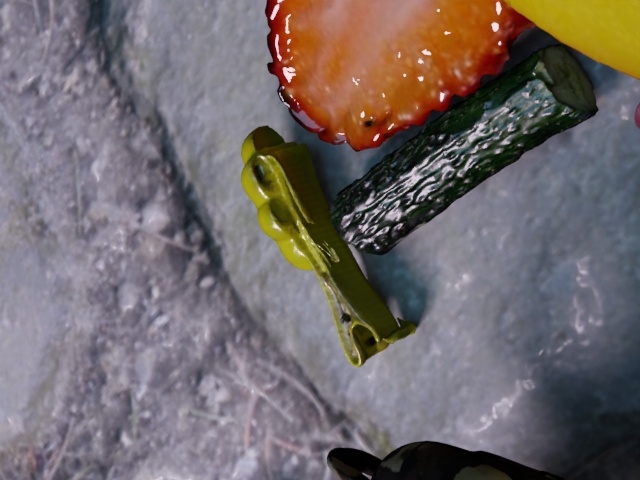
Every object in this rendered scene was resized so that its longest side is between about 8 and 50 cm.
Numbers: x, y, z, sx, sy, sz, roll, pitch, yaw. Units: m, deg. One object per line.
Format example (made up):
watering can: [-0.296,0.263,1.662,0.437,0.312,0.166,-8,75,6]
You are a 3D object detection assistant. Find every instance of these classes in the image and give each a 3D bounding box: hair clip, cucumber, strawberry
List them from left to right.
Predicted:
hair clip: [0.000,0.000,1.080,0.046,0.072,0.173,-36,85,28]
strawberry: [0.055,-0.168,1.018,0.190,0.111,0.236,40,137,12]
cucumber: [0.085,-0.056,1.024,0.187,0.058,0.058,-35,76,28]

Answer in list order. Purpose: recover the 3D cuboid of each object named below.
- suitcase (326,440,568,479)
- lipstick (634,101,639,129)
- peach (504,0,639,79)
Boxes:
suitcase: [0.126,0.230,0.855,0.339,0.351,0.194,26,88,27]
lipstick: [0.266,-0.001,0.922,0.234,0.053,0.053,47,115,22]
peach: [0.250,-0.235,0.796,0.380,0.242,0.306,17,59,31]
